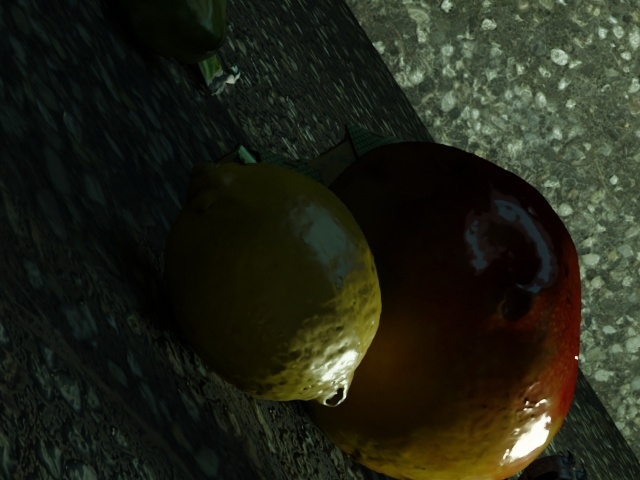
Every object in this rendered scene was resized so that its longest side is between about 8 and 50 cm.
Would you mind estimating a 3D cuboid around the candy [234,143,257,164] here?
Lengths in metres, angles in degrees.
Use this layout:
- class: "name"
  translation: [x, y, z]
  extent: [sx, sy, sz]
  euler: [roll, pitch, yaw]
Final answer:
- class: "candy"
  translation: [-0.001, 0.001, 2.104]
  extent: [0.323, 0.097, 0.097]
  euler: [47, 14, -15]

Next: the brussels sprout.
- class: "brussels sprout"
  translation: [-0.171, -0.276, 1.915]
  extent: [0.155, 0.117, 0.155]
  euler: [-8, 90, -74]

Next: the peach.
- class: "peach"
  translation: [0.115, 0.073, 1.706]
  extent: [0.372, 0.290, 0.373]
  euler: [-177, -90, -86]

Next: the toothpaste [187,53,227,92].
- class: "toothpaste"
  translation: [-0.186, -0.294, 2.071]
  extent: [0.248, 0.047, 0.078]
  euler: [60, 19, -9]

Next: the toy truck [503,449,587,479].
- class: "toy truck"
  translation: [0.259, 0.378, 1.968]
  extent: [0.363, 0.178, 0.176]
  euler: [46, 28, -51]

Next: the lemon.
- class: "lemon"
  translation: [-0.043, 0.037, 1.509]
  extent: [0.257, 0.188, 0.188]
  euler: [62, 10, -16]

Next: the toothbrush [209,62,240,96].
- class: "toothbrush"
  translation: [-0.122, -0.206, 2.196]
  extent: [0.204, 0.017, 0.022]
  euler: [-72, 141, -75]

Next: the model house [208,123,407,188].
- class: "model house"
  translation: [0.028, -0.034, 1.933]
  extent: [0.271, 0.206, 0.178]
  euler: [52, 14, -32]
